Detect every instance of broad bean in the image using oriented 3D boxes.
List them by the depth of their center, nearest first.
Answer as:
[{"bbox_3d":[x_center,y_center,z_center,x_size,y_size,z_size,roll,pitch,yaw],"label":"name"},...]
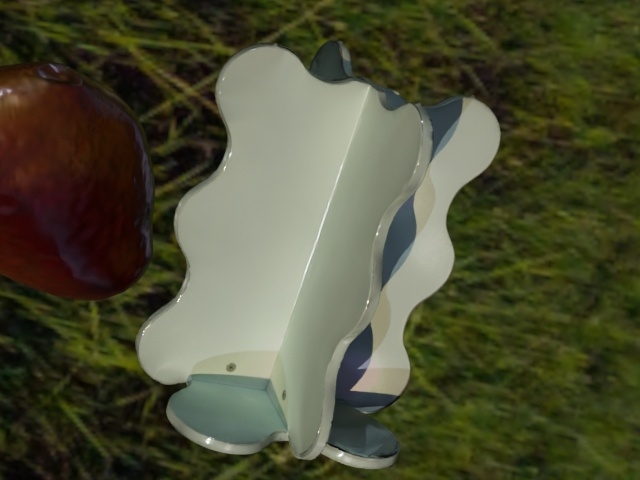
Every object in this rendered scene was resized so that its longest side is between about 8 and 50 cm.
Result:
[{"bbox_3d":[-0.143,-0.030,0.662,0.114,0.084,0.165,-35,148,-17],"label":"broad bean"}]

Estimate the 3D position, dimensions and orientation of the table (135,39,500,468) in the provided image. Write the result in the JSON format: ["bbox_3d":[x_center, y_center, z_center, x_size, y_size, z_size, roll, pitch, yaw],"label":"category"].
[{"bbox_3d":[0.000,0.000,0.688,0.166,0.166,0.198,-21,134,-64],"label":"table"}]
